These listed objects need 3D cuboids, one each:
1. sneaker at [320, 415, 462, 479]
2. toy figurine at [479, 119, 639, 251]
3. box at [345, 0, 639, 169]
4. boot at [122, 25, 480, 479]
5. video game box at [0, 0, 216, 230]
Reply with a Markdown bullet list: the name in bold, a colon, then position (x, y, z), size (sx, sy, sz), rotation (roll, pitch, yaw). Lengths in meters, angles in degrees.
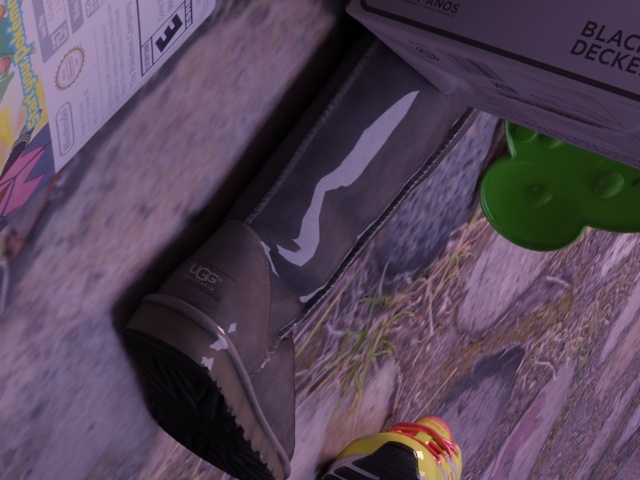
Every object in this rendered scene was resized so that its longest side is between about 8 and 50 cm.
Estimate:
- **sneaker**: position (0.056, 0.154, 1.148), size (0.094, 0.081, 0.208), rotation (-60, 169, -17)
- **toy figurine**: position (0.190, -0.089, 1.066), size (0.173, 0.130, 0.159), rotation (-46, -175, 44)
- **box**: position (0.156, -0.176, 0.666), size (0.087, 0.169, 0.290), rotation (33, 84, -48)
- **boot**: position (0.002, 0.001, 0.786), size (0.208, 0.076, 0.189), rotation (-57, 164, -23)
- **video game box**: position (-0.099, -0.065, 0.420), size (0.187, 0.048, 0.205), rotation (-52, 166, -23)
